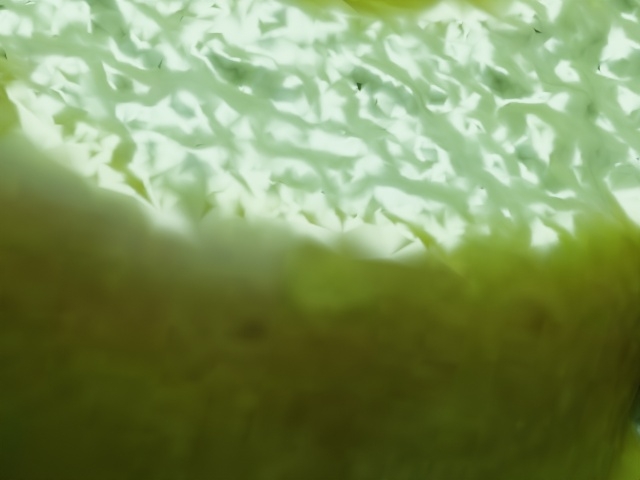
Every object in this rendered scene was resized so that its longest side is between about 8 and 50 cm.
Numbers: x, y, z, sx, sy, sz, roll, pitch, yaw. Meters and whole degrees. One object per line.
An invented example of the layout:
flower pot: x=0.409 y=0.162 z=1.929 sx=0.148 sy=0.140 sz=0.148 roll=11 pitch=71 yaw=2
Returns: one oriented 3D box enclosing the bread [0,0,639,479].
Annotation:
bread: x=0.008 y=0.005 z=0.466 sx=0.395 sy=0.239 sz=0.264 roll=7 pitch=57 yaw=-21
